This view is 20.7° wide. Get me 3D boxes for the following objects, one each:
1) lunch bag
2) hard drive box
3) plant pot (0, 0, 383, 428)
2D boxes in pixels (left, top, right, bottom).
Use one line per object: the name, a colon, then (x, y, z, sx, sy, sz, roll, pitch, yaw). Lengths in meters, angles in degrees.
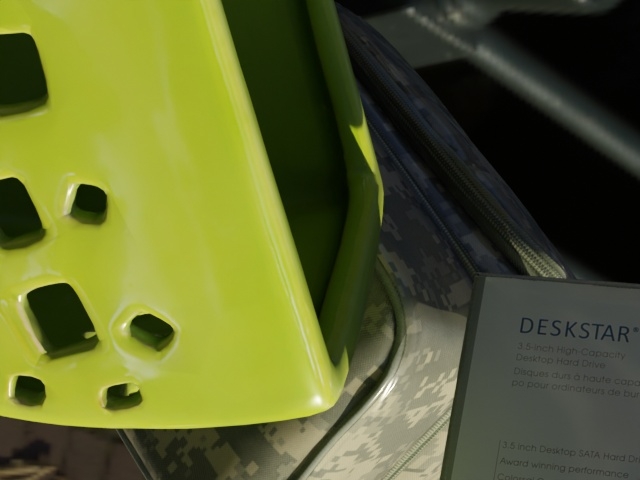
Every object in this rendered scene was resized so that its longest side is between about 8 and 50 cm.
lunch bag: (0.000, 0.000, 0.997, 0.256, 0.212, 0.305, 0, 47, -51)
hard drive box: (0.132, 0.138, 0.638, 0.089, 0.181, 0.232, 55, 44, -61)
plant pot: (-0.107, -0.059, 0.665, 0.227, 0.207, 0.228, -71, 148, -68)
